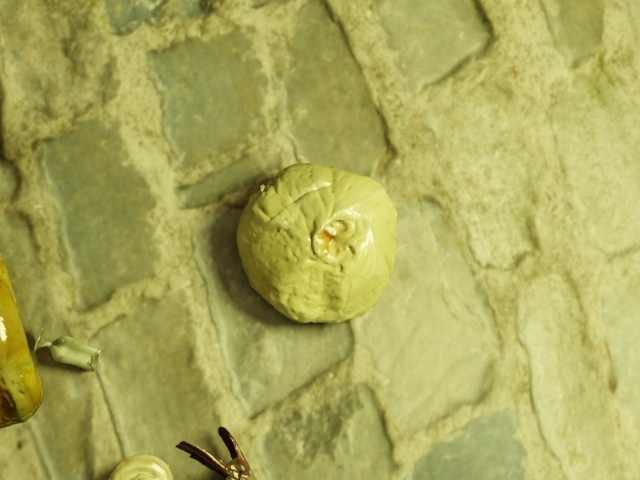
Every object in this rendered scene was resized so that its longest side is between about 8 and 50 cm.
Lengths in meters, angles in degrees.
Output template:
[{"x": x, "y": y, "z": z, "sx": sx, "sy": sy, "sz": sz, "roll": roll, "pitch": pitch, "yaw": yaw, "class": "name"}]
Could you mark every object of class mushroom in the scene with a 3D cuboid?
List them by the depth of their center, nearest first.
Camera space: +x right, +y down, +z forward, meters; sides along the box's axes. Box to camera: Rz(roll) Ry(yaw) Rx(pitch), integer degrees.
[{"x": -0.218, "y": 0.302, "z": 1.487, "sx": 0.084, "sy": 0.067, "sz": 0.083, "roll": 4, "pitch": 78, "yaw": -20, "class": "mushroom"}]

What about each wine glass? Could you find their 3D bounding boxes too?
[{"x": -0.316, "y": 0.136, "z": 1.528, "sx": 0.083, "sy": 0.039, "sz": 0.042, "roll": 19, "pitch": 64, "yaw": -7, "class": "wine glass"}]

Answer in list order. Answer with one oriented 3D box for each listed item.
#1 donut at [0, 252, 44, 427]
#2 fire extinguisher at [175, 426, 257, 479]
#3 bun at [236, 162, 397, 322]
[{"x": -0.417, "y": 0.097, "z": 1.434, "sx": 0.128, "sy": 0.208, "sz": 0.261, "roll": -18, "pitch": 74, "yaw": -14, "class": "donut"}, {"x": -0.166, "y": 0.354, "z": 1.417, "sx": 0.147, "sy": 0.106, "sz": 0.337, "roll": 45, "pitch": 42, "yaw": -6, "class": "fire extinguisher"}, {"x": 0.000, "y": 0.000, "z": 1.572, "sx": 0.221, "sy": 0.134, "sz": 0.220, "roll": 2, "pitch": 79, "yaw": -11, "class": "bun"}]
